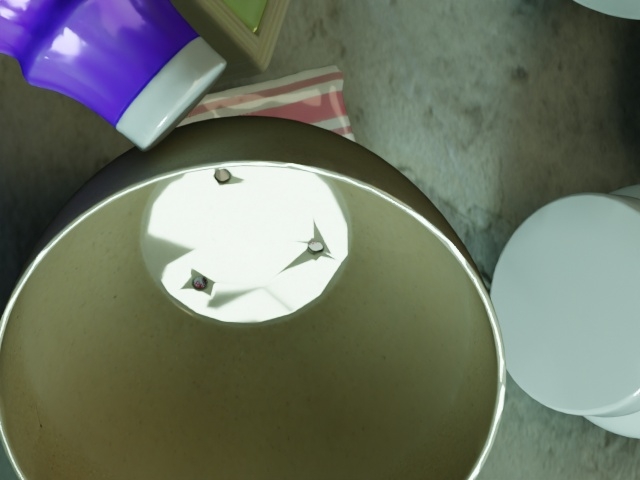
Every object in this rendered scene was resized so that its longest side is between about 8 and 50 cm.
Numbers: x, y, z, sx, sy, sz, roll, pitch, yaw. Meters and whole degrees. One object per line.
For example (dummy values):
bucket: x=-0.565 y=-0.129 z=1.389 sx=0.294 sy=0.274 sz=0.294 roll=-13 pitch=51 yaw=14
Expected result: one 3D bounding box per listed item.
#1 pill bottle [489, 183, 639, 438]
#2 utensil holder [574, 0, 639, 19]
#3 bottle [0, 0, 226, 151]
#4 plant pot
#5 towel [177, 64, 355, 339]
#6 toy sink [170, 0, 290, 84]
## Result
pill bottle: x=0.307 y=0.062 z=1.615 sx=0.363 sy=0.210 sz=0.210 roll=6 pitch=78 yaw=-52
utensil holder: x=0.348 y=-0.385 z=1.670 sx=0.385 sy=0.327 sz=0.327 roll=-33 pitch=110 yaw=-47
bottle: x=-0.174 y=-0.165 z=1.022 sx=0.283 sy=0.092 sz=0.118 roll=43 pitch=48 yaw=1
plant pot: x=-0.043 y=0.040 z=1.148 sx=0.284 sy=0.284 sz=0.191 roll=61 pitch=11 yaw=-26
towel: x=-0.023 y=-0.010 z=1.298 sx=0.144 sy=0.029 sz=0.197 roll=-19 pitch=100 yaw=-30
toy sink: x=-0.121 y=-0.218 z=1.168 sx=0.234 sy=0.131 sz=0.153 roll=44 pitch=50 yaw=-38
